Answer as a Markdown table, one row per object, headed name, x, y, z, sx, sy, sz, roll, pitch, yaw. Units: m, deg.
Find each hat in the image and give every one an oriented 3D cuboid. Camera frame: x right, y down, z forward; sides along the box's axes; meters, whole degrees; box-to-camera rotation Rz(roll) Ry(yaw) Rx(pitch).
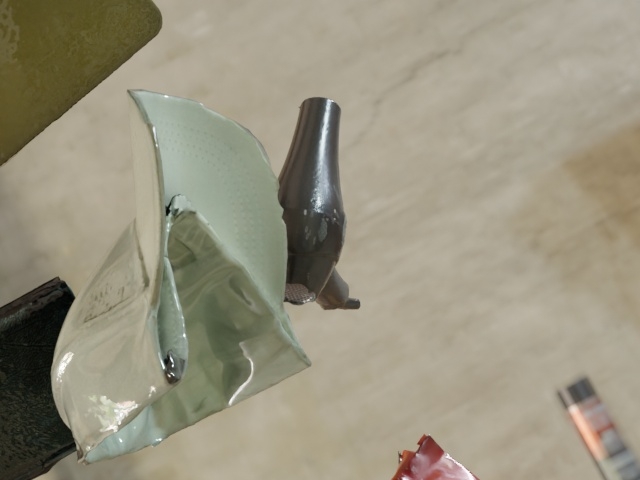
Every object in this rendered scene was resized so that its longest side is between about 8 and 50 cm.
| name | x | y | z | sx | sy | sz | roll | pitch | yaw |
| --- | --- | --- | --- | --- | --- | --- | --- | --- | --- |
| hat | -0.142 | 0.026 | 1.380 | 0.168 | 0.301 | 0.258 | -9 | -4 | 22 |

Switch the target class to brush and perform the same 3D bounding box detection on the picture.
| name | x | y | z | sx | sy | sz | roll | pitch | yaw |
| --- | --- | --- | --- | --- | --- | --- | --- | --- | --- |
| brush | -0.232 | -0.152 | 1.311 | 0.197 | 0.123 | 0.059 | -41 | 7 | -5 |

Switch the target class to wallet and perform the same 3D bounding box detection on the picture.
| name | x | y | z | sx | sy | sz | roll | pitch | yaw |
| --- | --- | --- | --- | --- | --- | --- | --- | --- | --- |
| wallet | -0.350 | 0.173 | 1.595 | 0.318 | 0.172 | 0.045 | -27 | 17 | -5 |

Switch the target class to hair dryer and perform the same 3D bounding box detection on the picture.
| name | x | y | z | sx | sy | sz | roll | pitch | yaw |
| --- | --- | --- | --- | --- | --- | --- | --- | --- | --- |
| hair dryer | 0.000 | 0.000 | 1.820 | 0.091 | 0.235 | 0.272 | 2 | -29 | 11 |

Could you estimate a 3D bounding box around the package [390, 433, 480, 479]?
| name | x | y | z | sx | sy | sz | roll | pitch | yaw |
| --- | --- | --- | --- | --- | --- | --- | --- | --- | --- |
| package | 0.103 | 0.428 | 1.788 | 0.123 | 0.423 | 0.196 | 13 | 33 | 24 |
